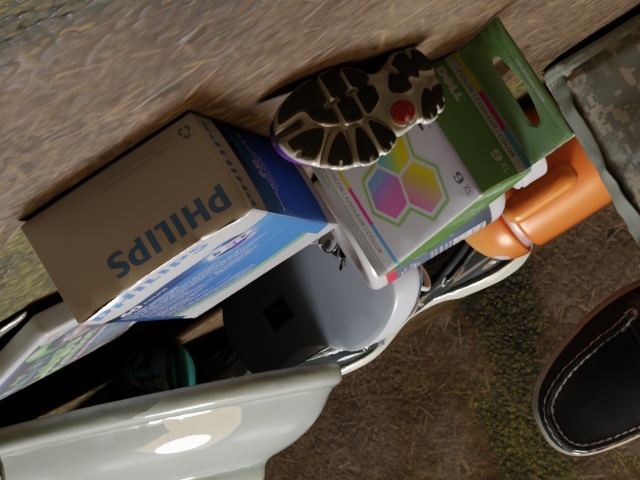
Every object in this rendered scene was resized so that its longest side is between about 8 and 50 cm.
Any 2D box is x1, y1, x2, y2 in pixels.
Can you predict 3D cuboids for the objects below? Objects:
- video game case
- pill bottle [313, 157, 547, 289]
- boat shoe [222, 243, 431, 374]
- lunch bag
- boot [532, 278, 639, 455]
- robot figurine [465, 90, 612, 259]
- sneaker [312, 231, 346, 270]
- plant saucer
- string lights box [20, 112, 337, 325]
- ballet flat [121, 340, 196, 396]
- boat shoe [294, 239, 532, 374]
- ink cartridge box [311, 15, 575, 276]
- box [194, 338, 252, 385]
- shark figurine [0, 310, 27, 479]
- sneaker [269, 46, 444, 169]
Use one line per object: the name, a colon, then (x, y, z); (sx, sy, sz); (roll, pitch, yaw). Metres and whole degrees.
video game case: (-0.194, 0.071, 1.529); (0.173, 0.022, 0.190); (-27, 172, -38)
pill bottle: (0.094, -0.047, 1.593); (0.180, 0.108, 0.108); (-31, 172, -5)
boat shoe: (0.038, 0.041, 1.845); (0.156, 0.136, 0.367); (-27, 174, -27)
lunch bag: (0.372, -0.113, 1.756); (0.287, 0.235, 0.169); (-28, 177, -27)
boot: (0.378, 0.093, 1.750); (0.377, 0.138, 0.284); (-28, -177, 1)
robot figurine: (0.214, -0.065, 1.867); (0.219, 0.158, 0.128); (-33, 137, 13)
sneaker: (0.000, 0.000, 1.672); (0.038, 0.069, 0.098); (-22, 168, -46)
plant saucer: (-0.167, 0.206, 1.812); (0.400, 0.100, 0.400); (-12, 173, -1)
string lights box: (-0.085, -0.009, 1.262); (0.133, 0.077, 0.260); (-33, 172, 9)
ballet flat: (-0.172, 0.139, 1.979); (0.070, 0.070, 0.188); (-31, 171, -1)
boat shoe: (0.065, 0.041, 2.057); (0.340, 0.127, 0.113); (-25, 144, 7)
ink cartridge box: (0.087, -0.067, 1.433); (0.062, 0.109, 0.209); (-26, 171, -38)
box: (-0.156, 0.233, 2.161); (0.242, 0.076, 0.307); (-37, -168, 38)
shark figurine: (-0.274, 0.135, 1.342); (0.166, 0.116, 0.278); (-33, 174, 6)
sneaker: (0.020, -0.078, 1.278); (0.071, 0.068, 0.170); (-30, 175, 38)
